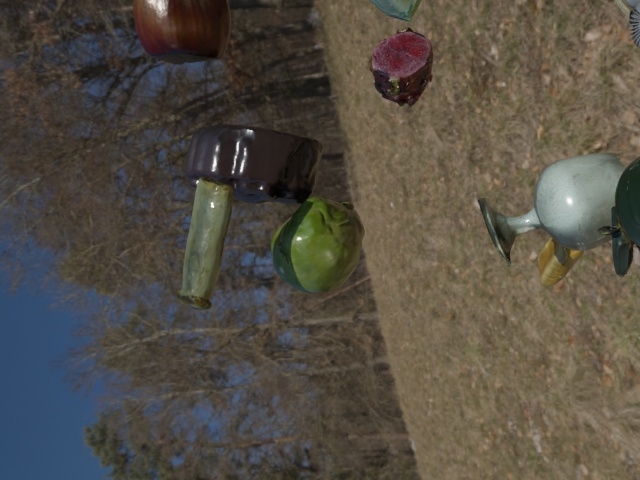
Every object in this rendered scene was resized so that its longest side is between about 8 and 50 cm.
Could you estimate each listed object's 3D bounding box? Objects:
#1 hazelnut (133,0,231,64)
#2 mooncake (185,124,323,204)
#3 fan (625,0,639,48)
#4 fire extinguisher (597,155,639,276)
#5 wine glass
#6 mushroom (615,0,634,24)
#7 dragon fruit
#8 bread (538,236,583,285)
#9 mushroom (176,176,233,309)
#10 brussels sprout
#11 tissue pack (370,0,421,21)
[{"bbox_3d":[-0.308,-0.502,1.167,0.181,0.212,0.181,-157,65,-79],"label":"hazelnut"},{"bbox_3d":[-0.205,-0.217,1.515,0.381,0.350,0.212,8,87,61],"label":"mooncake"},{"bbox_3d":[0.705,-0.514,1.118,0.130,0.074,0.244,113,140,-64],"label":"fan"},{"bbox_3d":[0.302,-0.037,0.356,0.311,0.095,0.115,136,115,-78],"label":"fire extinguisher"},{"bbox_3d":[0.567,-0.075,1.245,0.238,0.322,0.238,51,-155,-36],"label":"wine glass"},{"bbox_3d":[0.861,-0.752,1.531,0.068,0.043,0.306,78,176,-68],"label":"mushroom"},{"bbox_3d":[0.255,-0.535,1.663,0.147,0.210,0.282,59,-139,-60],"label":"dragon fruit"},{"bbox_3d":[0.793,0.046,1.716,0.305,0.091,0.142,74,-164,-65],"label":"bread"},{"bbox_3d":[-0.265,0.014,1.209,0.081,0.099,0.312,-4,-71,-63],"label":"mushroom"},{"bbox_3d":[-0.007,0.012,1.471,0.274,0.242,0.316,-67,-15,14],"label":"brussels sprout"},{"bbox_3d":[0.154,-0.809,1.358,0.388,0.162,0.287,18,-77,-43],"label":"tissue pack"}]
